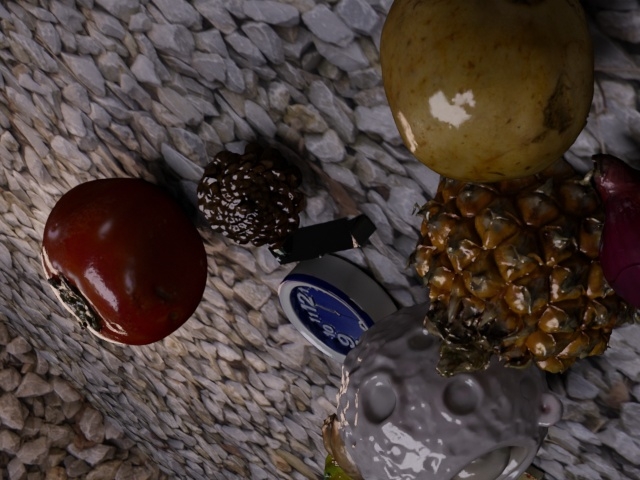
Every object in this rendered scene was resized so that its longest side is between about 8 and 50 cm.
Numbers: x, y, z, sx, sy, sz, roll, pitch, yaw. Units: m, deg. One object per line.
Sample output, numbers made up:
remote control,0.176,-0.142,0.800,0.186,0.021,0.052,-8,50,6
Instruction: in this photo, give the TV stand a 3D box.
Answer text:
TV stand,0.000,0.000,2.016,0.040,0.049,0.256,52,151,-17

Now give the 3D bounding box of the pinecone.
pinecone,-0.114,-0.073,1.943,0.179,0.150,0.195,50,151,-16

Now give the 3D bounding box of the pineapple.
pineapple,0.255,0.043,1.513,0.344,0.286,0.209,35,152,9

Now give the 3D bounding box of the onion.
onion,0.393,-0.016,1.396,0.218,0.140,0.195,41,149,-7

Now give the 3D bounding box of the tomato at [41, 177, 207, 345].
tomato,-0.377,0.037,2.279,0.293,0.290,0.325,-2,129,49

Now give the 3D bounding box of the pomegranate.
pomegranate,0.181,-0.190,1.306,0.260,0.260,0.260,30,150,19

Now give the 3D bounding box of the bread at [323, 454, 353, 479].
bread,0.177,0.566,2.536,0.383,0.112,0.166,40,149,1

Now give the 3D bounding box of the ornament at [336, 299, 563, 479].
ornament,0.187,0.250,1.856,0.337,0.337,0.337,30,150,19

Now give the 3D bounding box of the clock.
clock,0.036,0.127,2.122,0.230,0.083,0.230,32,153,18

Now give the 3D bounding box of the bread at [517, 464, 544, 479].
bread,0.376,0.455,2.224,0.068,0.028,0.153,29,152,17

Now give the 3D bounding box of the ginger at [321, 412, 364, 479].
ginger,0.145,0.404,2.300,0.375,0.176,0.256,14,124,44
